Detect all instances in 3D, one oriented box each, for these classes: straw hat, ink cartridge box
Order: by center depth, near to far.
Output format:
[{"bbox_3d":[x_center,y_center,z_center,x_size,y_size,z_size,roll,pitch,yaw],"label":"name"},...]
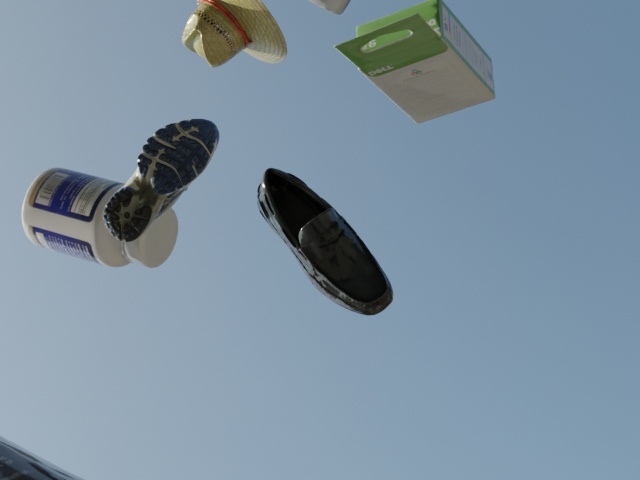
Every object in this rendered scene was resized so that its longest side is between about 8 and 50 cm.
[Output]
[{"bbox_3d":[-0.102,-0.205,1.089,0.061,0.144,0.144,-47,-49,-14],"label":"straw hat"},{"bbox_3d":[0.111,-0.217,1.279,0.109,0.062,0.209,-15,-27,28],"label":"ink cartridge box"}]

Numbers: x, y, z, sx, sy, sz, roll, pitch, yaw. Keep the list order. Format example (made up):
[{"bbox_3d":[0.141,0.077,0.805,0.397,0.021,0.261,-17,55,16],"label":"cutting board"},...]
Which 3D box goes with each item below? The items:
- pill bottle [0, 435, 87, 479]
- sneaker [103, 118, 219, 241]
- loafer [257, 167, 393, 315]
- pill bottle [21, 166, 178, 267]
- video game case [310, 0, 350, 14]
[{"bbox_3d":[-0.203,0.199,0.621,0.176,0.318,0.176,-39,-42,-45],"label":"pill bottle"},{"bbox_3d":[-0.132,-0.059,0.948,0.052,0.058,0.135,47,-66,-1],"label":"sneaker"},{"bbox_3d":[0.000,0.000,1.299,0.076,0.223,0.078,-37,-27,-14],"label":"loafer"},{"bbox_3d":[-0.286,-0.025,1.449,0.112,0.186,0.112,-39,-43,-50],"label":"pill bottle"},{"bbox_3d":[0.078,-0.366,0.956,0.061,0.270,0.244,26,-36,-7],"label":"video game case"}]
